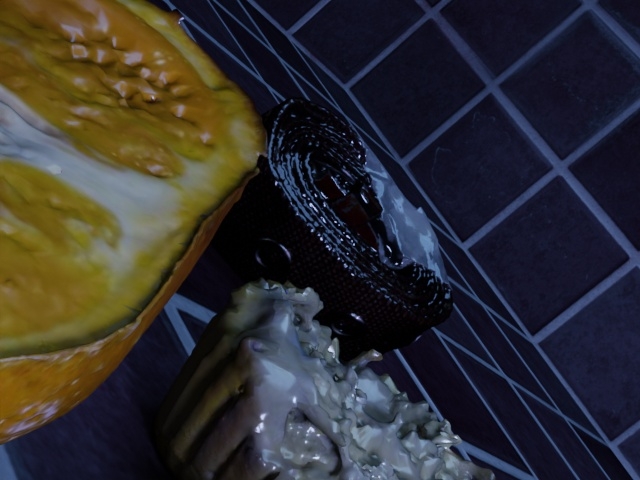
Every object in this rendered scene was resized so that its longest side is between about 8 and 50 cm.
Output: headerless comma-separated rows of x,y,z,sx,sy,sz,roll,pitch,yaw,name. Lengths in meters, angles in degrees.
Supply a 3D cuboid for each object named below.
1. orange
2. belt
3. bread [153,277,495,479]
-0.164,-0.043,0.549,0.274,0.274,0.310,43,56,-31,orange
0.000,0.000,1.302,0.289,0.164,0.184,47,38,-16,belt
0.012,0.157,0.831,0.274,0.149,0.274,41,16,-14,bread
